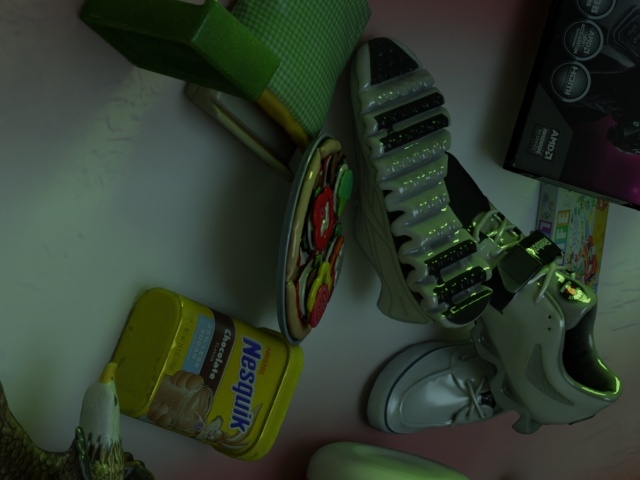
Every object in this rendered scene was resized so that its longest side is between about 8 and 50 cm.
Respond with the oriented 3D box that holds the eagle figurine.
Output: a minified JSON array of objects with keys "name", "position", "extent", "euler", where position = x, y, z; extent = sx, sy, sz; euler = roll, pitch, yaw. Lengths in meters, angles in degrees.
[{"name":"eagle figurine","position":[-0.209,0.203,1.429],"extent":[0.298,0.226,0.225],"euler":[17,53,-64]}]

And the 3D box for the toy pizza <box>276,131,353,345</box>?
[{"name":"toy pizza","position":[0.000,0.000,1.634],"extent":[0.201,0.032,0.201],"euler":[9,90,-78]}]

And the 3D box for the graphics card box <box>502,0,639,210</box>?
[{"name":"graphics card box","position":[0.405,-0.133,1.883],"extent":[0.094,0.371,0.232],"euler":[-108,-144,-89]}]

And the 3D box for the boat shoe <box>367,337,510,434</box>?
[{"name":"boat shoe","position":[0.160,0.153,1.891],"extent":[0.258,0.084,0.095],"euler":[-19,116,-42]}]

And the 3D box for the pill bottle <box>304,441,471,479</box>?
[{"name":"pill bottle","position":[0.042,0.377,1.768],"extent":[0.181,0.181,0.322],"euler":[10,96,-48]}]

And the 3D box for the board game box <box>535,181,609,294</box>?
[{"name":"board game box","position":[0.287,-0.003,2.018],"extent":[0.103,0.026,0.154],"euler":[-8,108,-45]}]

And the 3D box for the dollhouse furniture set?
[{"name":"dollhouse furniture set","position":[-0.029,-0.188,1.528],"extent":[0.301,0.151,0.197],"euler":[39,74,-46]}]

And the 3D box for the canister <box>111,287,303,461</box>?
[{"name":"canister","position":[-0.107,0.123,1.608],"extent":[0.170,0.073,0.126],"euler":[27,82,-46]}]

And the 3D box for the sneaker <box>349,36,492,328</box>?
[{"name":"sneaker","position":[0.072,-0.052,1.722],"extent":[0.110,0.118,0.292],"euler":[-16,95,-38]}]

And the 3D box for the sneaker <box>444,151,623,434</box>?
[{"name":"sneaker","position":[0.211,0.040,1.813],"extent":[0.122,0.146,0.330],"euler":[-43,109,-44]}]
